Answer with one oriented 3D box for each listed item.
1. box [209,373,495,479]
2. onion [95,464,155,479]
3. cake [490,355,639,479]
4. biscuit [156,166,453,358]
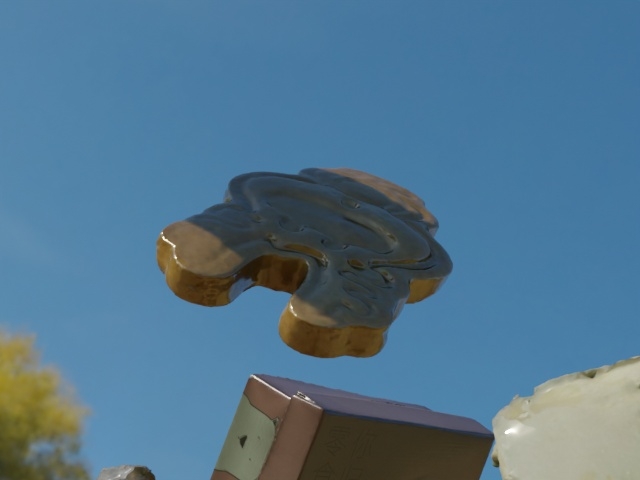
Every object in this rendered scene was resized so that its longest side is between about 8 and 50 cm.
[{"bbox_3d":[0.004,0.216,1.220,0.086,0.215,0.215,25,7,42],"label":"box"},{"bbox_3d":[-0.092,0.171,0.571,0.159,0.195,0.159,18,-4,1],"label":"onion"},{"bbox_3d":[0.161,0.182,0.720,0.172,0.158,0.284,-3,-43,-4],"label":"cake"},{"bbox_3d":[0.003,0.001,0.963,0.144,0.236,0.040,29,-63,9],"label":"biscuit"}]
